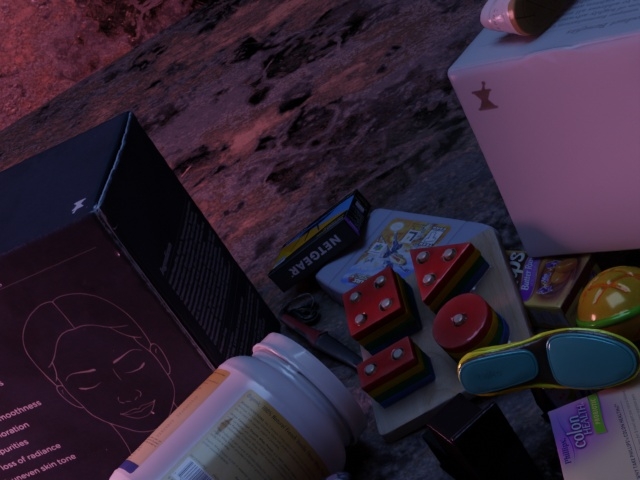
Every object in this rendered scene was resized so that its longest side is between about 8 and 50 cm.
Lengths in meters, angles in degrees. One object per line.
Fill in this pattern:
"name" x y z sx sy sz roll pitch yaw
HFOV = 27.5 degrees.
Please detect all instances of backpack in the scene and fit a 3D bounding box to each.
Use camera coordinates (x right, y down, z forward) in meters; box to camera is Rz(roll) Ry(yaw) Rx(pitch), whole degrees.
"backpack" 0.313 0.190 1.659 0.084 0.114 0.105 -35 29 -1

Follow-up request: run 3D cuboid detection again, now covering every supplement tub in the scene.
"supplement tub" -0.109 0.302 1.793 0.316 0.228 0.228 -44 32 -18

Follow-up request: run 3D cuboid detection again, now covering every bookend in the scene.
"bookend" 0.186 0.250 1.656 0.072 0.156 0.157 -41 30 -11

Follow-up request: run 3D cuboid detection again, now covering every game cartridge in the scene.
"game cartridge" 0.131 0.041 2.114 0.198 0.062 0.297 -45 32 -26

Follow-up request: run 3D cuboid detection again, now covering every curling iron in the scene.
"curling iron" 0.008 0.149 2.090 0.068 0.035 0.274 -39 30 -9

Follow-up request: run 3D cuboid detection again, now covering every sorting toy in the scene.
"sorting toy" 0.156 0.115 1.872 0.255 0.089 0.257 -32 39 18

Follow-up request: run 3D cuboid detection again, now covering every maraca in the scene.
"maraca" 0.405 0.081 1.754 0.127 0.099 0.185 -19 7 21

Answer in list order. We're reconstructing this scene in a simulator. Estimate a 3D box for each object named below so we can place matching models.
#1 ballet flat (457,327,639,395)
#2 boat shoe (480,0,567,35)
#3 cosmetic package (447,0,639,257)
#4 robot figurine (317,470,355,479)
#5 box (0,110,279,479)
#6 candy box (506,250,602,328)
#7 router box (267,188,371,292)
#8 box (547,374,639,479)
"ballet flat" 0.278 0.143 1.585 0.231 0.077 0.077 -10 6 27
"boat shoe" 0.314 -0.379 1.795 0.277 0.098 0.096 -43 29 -28
"cosmetic package" 0.449 -0.226 1.869 0.329 0.327 0.394 -5 32 40
"robot figurine" 0.025 0.407 1.574 0.278 0.174 0.209 -24 21 16
"box" -0.389 0.134 2.062 0.480 0.472 0.297 -22 32 18
"candy box" 0.304 0.070 1.905 0.186 0.053 0.109 0 45 46
"router box" 0.000 0.000 2.235 0.179 0.046 0.133 -38 13 23
"box" 0.404 0.256 1.475 0.243 0.117 0.213 -24 31 14
